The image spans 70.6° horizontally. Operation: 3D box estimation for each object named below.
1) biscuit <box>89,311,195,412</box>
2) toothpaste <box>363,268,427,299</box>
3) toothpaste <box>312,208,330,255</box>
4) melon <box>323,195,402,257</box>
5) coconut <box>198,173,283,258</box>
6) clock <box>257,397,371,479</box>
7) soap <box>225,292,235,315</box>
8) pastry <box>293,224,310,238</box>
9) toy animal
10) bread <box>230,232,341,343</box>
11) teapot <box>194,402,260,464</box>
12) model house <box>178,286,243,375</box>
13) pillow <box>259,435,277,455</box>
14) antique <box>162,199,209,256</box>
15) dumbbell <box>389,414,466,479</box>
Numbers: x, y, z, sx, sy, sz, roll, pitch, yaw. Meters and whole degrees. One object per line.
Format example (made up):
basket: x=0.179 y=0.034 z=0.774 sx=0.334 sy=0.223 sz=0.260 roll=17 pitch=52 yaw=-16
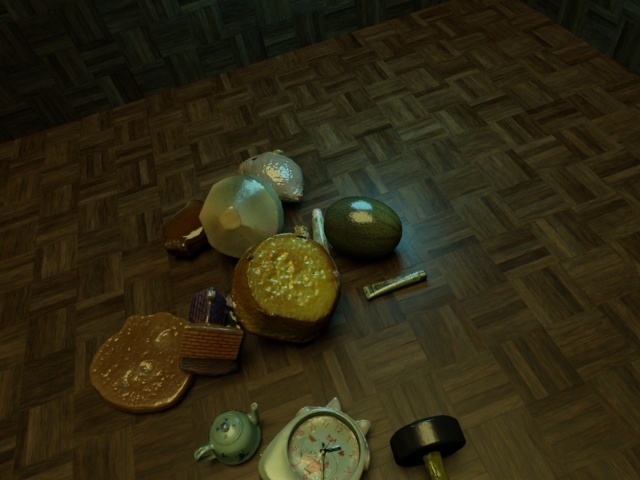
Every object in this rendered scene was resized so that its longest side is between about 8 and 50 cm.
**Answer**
biscuit: x=-0.613 y=0.430 z=1.618 sx=0.386 sy=0.062 sz=0.364 roll=16 pitch=55 yaw=18
toothpaste: x=0.278 y=0.160 z=1.679 sx=0.239 sy=0.039 sz=0.062 roll=-18 pitch=47 yaw=-1
toothpaste: x=0.000 y=0.000 z=1.851 sx=0.056 sy=0.058 sz=0.314 roll=19 pitch=48 yaw=-31
melon: x=0.163 y=-0.051 z=1.740 sx=0.302 sy=0.237 sz=0.237 roll=12 pitch=55 yaw=16
coconut: x=-0.310 y=-0.097 z=1.804 sx=0.353 sy=0.352 sz=0.352 roll=-5 pitch=52 yaw=7
clock: x=0.006 y=0.619 z=1.299 sx=0.265 sy=0.108 sz=0.324 roll=30 pitch=52 yaw=24
soap: x=-0.219 y=0.191 z=1.721 sx=0.181 sy=0.081 sz=0.259 roll=21 pitch=58 yaw=23
pastry: x=-0.077 y=0.001 z=1.863 sx=0.080 sy=0.056 sz=0.140 roll=-5 pitch=58 yaw=17
toy animal: x=-0.197 y=-0.288 z=2.026 sx=0.358 sy=0.188 sz=0.226 roll=37 pitch=61 yaw=22
bread: x=-0.108 y=0.160 z=1.570 sx=0.399 sy=0.215 sz=0.397 roll=10 pitch=62 yaw=-20
teapot: x=-0.277 y=0.589 z=1.378 sx=0.232 sy=0.158 sz=0.159 roll=-36 pitch=54 yaw=-17
model house: x=-0.353 y=0.300 z=1.522 sx=0.203 sy=0.237 sz=0.236 roll=12 pitch=52 yaw=-12
pillow: x=-0.079 y=0.672 z=1.347 sx=0.135 sy=0.034 sz=0.211 roll=-32 pitch=55 yaw=-17
antique: x=-0.557 y=-0.047 z=1.942 sx=0.224 sy=0.129 sz=0.277 roll=2 pitch=53 yaw=12
dumbbell: x=0.323 y=0.650 z=1.179 sx=0.204 sy=0.203 sz=0.322 roll=-15 pitch=52 yaw=-1
